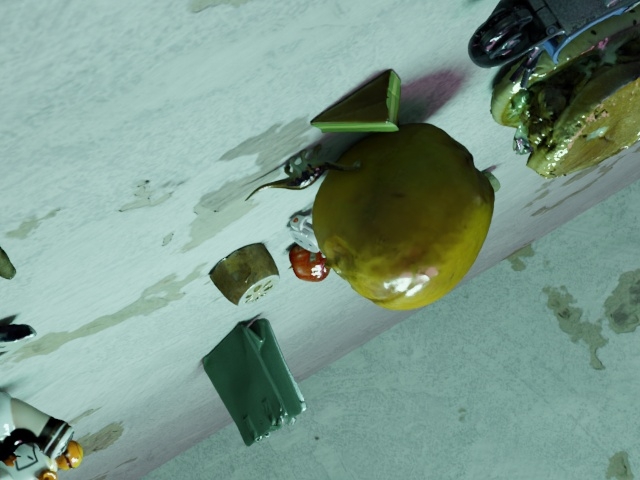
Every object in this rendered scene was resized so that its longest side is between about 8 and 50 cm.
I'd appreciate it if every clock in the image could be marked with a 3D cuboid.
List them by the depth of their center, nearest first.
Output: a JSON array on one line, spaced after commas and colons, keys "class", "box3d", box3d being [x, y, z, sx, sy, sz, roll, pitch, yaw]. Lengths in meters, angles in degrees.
[{"class": "clock", "box3d": [0.000, 0.000, 1.802, 0.041, 0.129, 0.087, -55, 155, -18]}]

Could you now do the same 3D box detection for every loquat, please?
[{"class": "loquat", "box3d": [0.129, -0.040, 1.587, 0.284, 0.276, 0.276, -45, 165, 7]}]

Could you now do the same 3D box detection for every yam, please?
[{"class": "yam", "box3d": [-0.399, 0.024, 1.249, 0.033, 0.027, 0.129, -48, 172, -18]}, {"class": "yam", "box3d": [0.328, -0.109, 2.232, 0.132, 0.054, 0.054, -24, 165, -19]}]

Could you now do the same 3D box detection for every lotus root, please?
[{"class": "lotus root", "box3d": [-0.131, 0.060, 1.852, 0.112, 0.081, 0.122, -44, 162, 24]}]

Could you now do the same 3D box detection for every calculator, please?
[{"class": "calculator", "box3d": [-0.557, 0.193, 1.509, 0.268, 0.040, 0.177, -34, 166, 20]}]

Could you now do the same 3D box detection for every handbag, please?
[{"class": "handbag", "box3d": [-0.158, 0.339, 2.401, 0.079, 0.260, 0.247, -14, 161, -36]}]

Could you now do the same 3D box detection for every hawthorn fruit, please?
[{"class": "hawthorn fruit", "box3d": [-0.022, 0.039, 1.983, 0.093, 0.093, 0.093, -28, 166, -7]}]

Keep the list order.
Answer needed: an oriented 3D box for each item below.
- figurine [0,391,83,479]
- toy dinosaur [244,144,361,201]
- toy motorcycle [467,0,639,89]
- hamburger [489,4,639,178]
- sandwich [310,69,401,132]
[{"class": "figurine", "box3d": [-0.605, 0.409, 1.874, 0.320, 0.196, 0.323, -9, 151, -32]}, {"class": "toy dinosaur", "box3d": [-0.030, -0.105, 1.520, 0.180, 0.058, 0.037, -19, 161, 12]}, {"class": "toy motorcycle", "box3d": [0.356, -0.327, 1.341, 0.358, 0.125, 0.212, -32, 169, 10]}, {"class": "hamburger", "box3d": [0.430, -0.233, 1.688, 0.276, 0.195, 0.318, -25, 164, -7]}, {"class": "sandwich", "box3d": [0.050, -0.194, 1.437, 0.116, 0.074, 0.074, 0, 175, 16]}]
